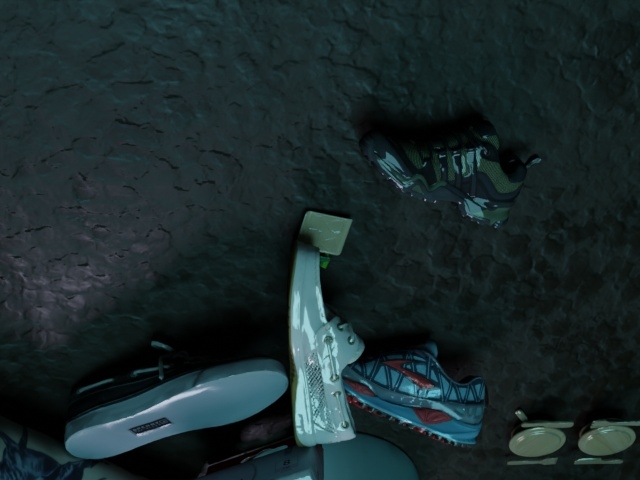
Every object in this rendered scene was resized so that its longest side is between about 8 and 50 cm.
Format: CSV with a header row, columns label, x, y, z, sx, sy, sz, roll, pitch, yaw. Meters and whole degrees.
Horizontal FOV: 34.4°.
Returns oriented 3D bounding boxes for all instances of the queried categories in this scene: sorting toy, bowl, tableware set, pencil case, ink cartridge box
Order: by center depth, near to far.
label,x,y,z,sx,sy,sz,roll,pitch,yaw
sorting toy,0.000,0.000,1.295,0.062,0.012,0.083,9,125,-15
ink cartridge box,-0.091,0.307,1.396,0.189,0.232,0.066,-19,106,5
pencil case,-0.345,0.362,1.408,0.410,0.159,0.184,30,143,-29
bowl,0.013,0.451,1.548,0.312,0.163,0.311,-5,128,-6
tableware set,0.383,0.294,1.582,0.194,0.039,0.128,0,139,-4

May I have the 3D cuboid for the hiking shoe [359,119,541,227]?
label,x,y,z,sx,sy,sz,roll,pitch,yaw
hiking shoe,0.150,-0.101,1.217,0.227,0.086,0.114,20,107,-31

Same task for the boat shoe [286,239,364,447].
label,x,y,z,sx,sy,sz,roll,pitch,yaw
boat shoe,0.007,0.129,1.301,0.096,0.098,0.277,-3,111,1

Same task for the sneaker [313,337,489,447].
label,x,y,z,sx,sy,sz,roll,pitch,yaw
sneaker,0.110,0.186,1.424,0.262,0.104,0.125,25,81,-12

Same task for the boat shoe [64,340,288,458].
label,x,y,z,sx,sy,sz,roll,pitch,yaw
boat shoe,-0.190,0.191,1.345,0.306,0.104,0.113,-22,140,15
